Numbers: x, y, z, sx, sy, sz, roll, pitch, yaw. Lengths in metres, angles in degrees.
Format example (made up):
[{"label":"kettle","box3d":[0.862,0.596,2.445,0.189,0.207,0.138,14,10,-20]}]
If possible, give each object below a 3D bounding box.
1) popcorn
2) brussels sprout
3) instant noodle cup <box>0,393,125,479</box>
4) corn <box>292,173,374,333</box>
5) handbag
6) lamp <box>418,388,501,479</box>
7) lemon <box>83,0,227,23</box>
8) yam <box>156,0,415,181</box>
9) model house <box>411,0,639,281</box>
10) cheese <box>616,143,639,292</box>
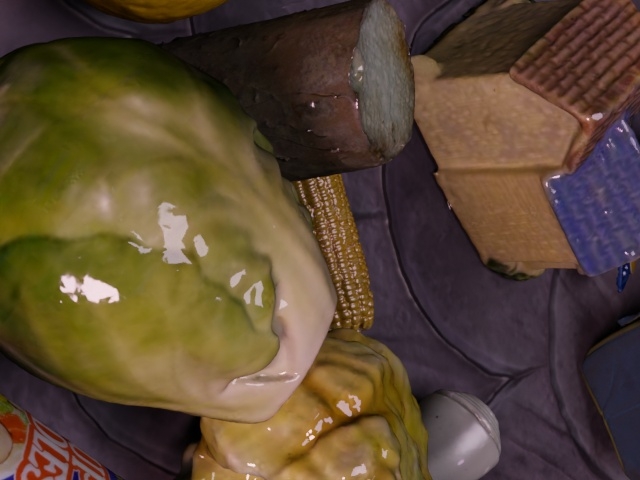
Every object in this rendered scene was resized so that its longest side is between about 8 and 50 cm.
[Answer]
[{"label":"popcorn","box3d":[0.005,0.250,1.468,0.292,0.294,0.334,-6,112,-40]},{"label":"brussels sprout","box3d":[-0.154,-0.001,1.295,0.355,0.289,0.281,37,67,-11]},{"label":"instant noodle cup","box3d":[-0.314,0.208,1.211,0.312,0.284,0.284,47,60,-22]},{"label":"corn","box3d":[0.000,0.000,1.599,0.080,0.080,0.238,-27,106,-39]},{"label":"handbag","box3d":[0.484,0.160,1.905,0.241,0.263,0.222,-15,73,-38]},{"label":"lamp","box3d":[0.115,0.241,1.683,0.193,0.106,0.106,-44,117,-25]},{"label":"lemon","box3d":[-0.138,-0.310,1.387,0.288,0.233,0.233,-37,113,-33]},{"label":"yam","box3d":[-0.043,-0.129,1.456,0.161,0.268,0.161,18,68,-54]},{"label":"model house","box3d":[0.290,-0.125,1.742,0.261,0.266,0.321,-43,116,-30]},{"label":"cheese","box3d":[0.402,-0.043,1.930,0.270,0.069,0.177,-53,148,-45]}]
